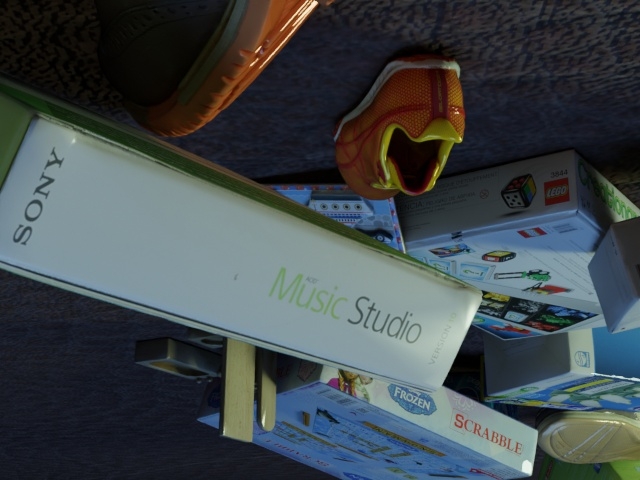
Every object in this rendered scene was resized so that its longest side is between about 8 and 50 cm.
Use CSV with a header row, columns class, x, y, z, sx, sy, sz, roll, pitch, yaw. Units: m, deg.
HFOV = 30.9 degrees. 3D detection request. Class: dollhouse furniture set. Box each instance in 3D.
class,x,y,z,sx,sy,sz,roll,pitch,yaw
dollhouse furniture set,-0.131,0.178,1.338,0.151,0.123,0.144,-10,159,28

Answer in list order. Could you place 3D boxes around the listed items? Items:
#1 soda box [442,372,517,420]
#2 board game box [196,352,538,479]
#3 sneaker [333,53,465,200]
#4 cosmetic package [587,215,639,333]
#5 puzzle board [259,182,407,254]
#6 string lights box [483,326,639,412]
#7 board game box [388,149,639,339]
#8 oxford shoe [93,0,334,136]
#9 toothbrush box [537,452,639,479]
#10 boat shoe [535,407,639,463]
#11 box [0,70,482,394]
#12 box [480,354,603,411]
class,x,y,z,sx,sy,sz,roll,pitch,yaw
soda box,0.221,0.235,1.598,0.071,0.067,0.210,-5,162,18
board game box,0.052,0.235,1.479,0.319,0.065,0.318,27,152,-24
sneaker,0.044,-0.053,0.719,0.064,0.067,0.175,1,164,-7
cosmetic package,0.314,-0.002,0.801,0.239,0.060,0.099,-14,160,-2
puzzle board,0.000,0.000,0.858,0.128,0.011,0.096,1,127,23
string lights box,0.322,0.134,1.270,0.260,0.076,0.133,11,158,-29
board game box,0.174,0.017,0.950,0.193,0.053,0.305,-11,158,30
oxford shoe,-0.042,-0.140,0.432,0.133,0.130,0.364,39,159,-10
toothbrush box,0.424,0.395,1.657,0.122,0.206,0.283,6,-159,-15
boat shoe,0.394,0.240,1.565,0.285,0.092,0.103,7,137,-30
box,-0.112,-0.032,0.544,0.232,0.058,0.322,22,-178,-41
box,0.280,0.173,1.417,0.169,0.059,0.054,9,162,-23
